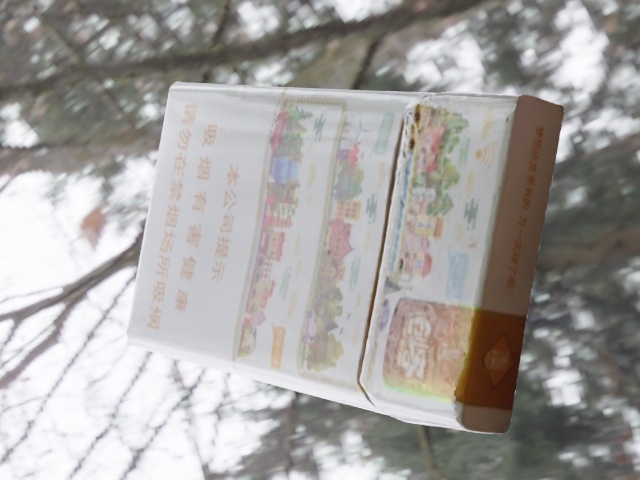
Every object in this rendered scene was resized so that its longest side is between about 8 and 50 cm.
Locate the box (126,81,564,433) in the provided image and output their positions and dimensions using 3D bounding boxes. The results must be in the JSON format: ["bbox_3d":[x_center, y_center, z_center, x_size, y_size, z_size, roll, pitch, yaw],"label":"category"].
[{"bbox_3d":[0.001,0.000,0.744,0.032,0.220,0.122,12,-92,-38],"label":"box"}]
